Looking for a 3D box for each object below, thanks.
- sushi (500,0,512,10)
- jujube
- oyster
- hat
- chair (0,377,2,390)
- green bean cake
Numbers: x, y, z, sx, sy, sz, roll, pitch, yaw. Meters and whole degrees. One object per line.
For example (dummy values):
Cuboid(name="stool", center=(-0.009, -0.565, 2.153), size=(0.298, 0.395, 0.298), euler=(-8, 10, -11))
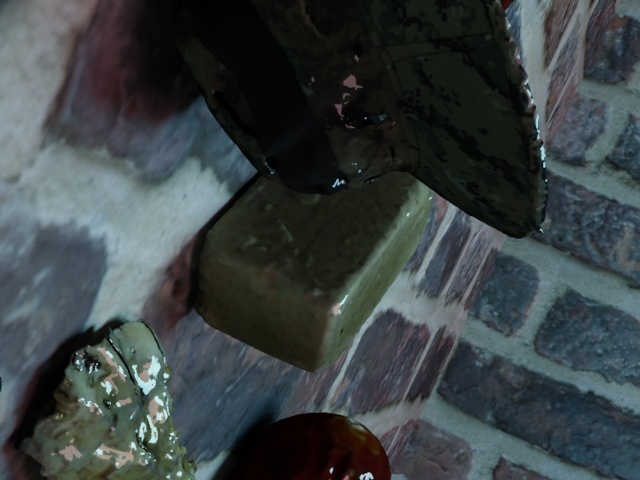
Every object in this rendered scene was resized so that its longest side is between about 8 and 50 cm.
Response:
Cuboid(name="sushi", center=(0.104, -0.245, 0.632), size=(0.225, 0.126, 0.136), euler=(-52, 163, -20))
Cuboid(name="jujube", center=(-0.026, 0.288, 0.942), size=(0.250, 0.174, 0.174), euler=(-56, 162, -22))
Cuboid(name="oyster", center=(-0.118, 0.135, 0.593), size=(0.133, 0.072, 0.209), euler=(-51, 158, -49))
Cuboid(name="hat", center=(0.001, -0.094, 0.486), size=(0.128, 0.265, 0.265), euler=(-26, 162, 1))
Cuboid(name="chair", center=(-0.194, 0.085, 0.204), size=(0.229, 0.113, 0.106), euler=(-32, 142, -68))
Cuboid(name="green bean cake", center=(0.000, 0.000, 0.686), size=(0.179, 0.109, 0.085), euler=(-49, 158, -42))
